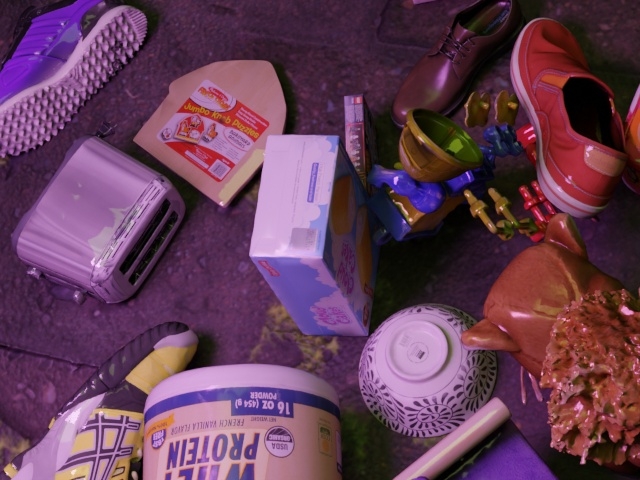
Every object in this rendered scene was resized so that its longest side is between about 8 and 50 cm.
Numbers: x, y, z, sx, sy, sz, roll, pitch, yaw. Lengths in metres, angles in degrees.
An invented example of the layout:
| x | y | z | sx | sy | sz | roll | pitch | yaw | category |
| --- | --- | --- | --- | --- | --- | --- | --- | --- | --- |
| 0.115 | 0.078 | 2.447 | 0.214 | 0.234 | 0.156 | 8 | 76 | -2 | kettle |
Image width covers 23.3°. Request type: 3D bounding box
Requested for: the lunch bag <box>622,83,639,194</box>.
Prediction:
| x | y | z | sx | sy | sz | roll | pitch | yaw | category |
| --- | --- | --- | --- | --- | --- | --- | --- | --- | --- |
| 0.514 | -0.163 | 1.859 | 0.258 | 0.120 | 0.293 | 19 | 76 | 17 | lunch bag |

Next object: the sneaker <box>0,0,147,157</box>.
| x | y | z | sx | sy | sz | roll | pitch | yaw | category |
| --- | --- | --- | --- | --- | --- | --- | --- | --- | --- |
| -0.385 | -0.242 | 2.128 | 0.293 | 0.102 | 0.146 | -42 | 60 | -11 | sneaker |

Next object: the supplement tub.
| x | y | z | sx | sy | sz | roll | pitch | yaw | category |
| --- | --- | --- | --- | --- | --- | --- | --- | --- | --- |
| -0.086 | 0.317 | 1.738 | 0.228 | 0.228 | 0.316 | -7 | 66 | 11 | supplement tub |

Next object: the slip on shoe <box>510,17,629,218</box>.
| x | y | z | sx | sy | sz | roll | pitch | yaw | category |
| --- | --- | --- | --- | --- | --- | --- | --- | --- | --- |
| 0.306 | -0.167 | 1.865 | 0.123 | 0.101 | 0.331 | 20 | 38 | -18 | slip on shoe |

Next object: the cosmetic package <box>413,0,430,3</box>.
| x | y | z | sx | sy | sz | roll | pitch | yaw | category |
| --- | --- | --- | --- | --- | --- | --- | --- | --- | --- |
| 0.253 | -0.415 | 2.003 | 0.309 | 0.160 | 0.113 | -8 | 65 | 10 | cosmetic package |

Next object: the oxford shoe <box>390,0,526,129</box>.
| x | y | z | sx | sy | sz | roll | pitch | yaw | category |
| --- | --- | --- | --- | --- | --- | --- | --- | --- | --- |
| 0.166 | -0.237 | 1.984 | 0.083 | 0.096 | 0.227 | 38 | 82 | 23 | oxford shoe |

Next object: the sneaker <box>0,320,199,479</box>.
| x | y | z | sx | sy | sz | roll | pitch | yaw | category |
| --- | --- | --- | --- | --- | --- | --- | --- | --- | --- |
| -0.265 | 0.261 | 1.861 | 0.147 | 0.145 | 0.385 | 40 | 69 | 2 | sneaker |

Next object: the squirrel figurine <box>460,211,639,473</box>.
| x | y | z | sx | sy | sz | roll | pitch | yaw | category |
| --- | --- | --- | --- | --- | --- | --- | --- | --- | --- |
| 0.338 | 0.130 | 1.617 | 0.370 | 0.397 | 0.281 | 41 | 88 | 13 | squirrel figurine |

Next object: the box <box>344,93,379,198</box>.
| x | y | z | sx | sy | sz | roll | pitch | yaw | category |
| --- | --- | --- | --- | --- | --- | --- | --- | --- | --- |
| 0.053 | -0.102 | 1.955 | 0.027 | 0.094 | 0.137 | -6 | 66 | 11 | box |

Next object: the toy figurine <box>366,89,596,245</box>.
| x | y | z | sx | sy | sz | roll | pitch | yaw | category |
| --- | --- | --- | --- | --- | --- | --- | --- | --- | --- |
| 0.143 | -0.036 | 1.822 | 0.217 | 0.362 | 0.191 | -35 | 80 | 26 | toy figurine |

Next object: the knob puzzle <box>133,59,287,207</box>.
| x | y | z | sx | sy | sz | roll | pitch | yaw | category |
| --- | --- | --- | --- | --- | --- | --- | --- | --- | --- |
| -0.125 | -0.157 | 2.058 | 0.213 | 0.030 | 0.213 | -5 | 66 | 13 | knob puzzle |

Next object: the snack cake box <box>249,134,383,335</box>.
| x | y | z | sx | sy | sz | roll | pitch | yaw | category |
| --- | --- | --- | --- | --- | --- | --- | --- | --- | --- |
| 0.000 | 0.000 | 1.830 | 0.089 | 0.264 | 0.152 | 1 | 68 | 14 | snack cake box |

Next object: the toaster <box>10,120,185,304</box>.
| x | y | z | sx | sy | sz | roll | pitch | yaw | category |
| --- | --- | --- | --- | --- | --- | --- | --- | --- | --- |
| -0.275 | -0.029 | 1.990 | 0.146 | 0.129 | 0.227 | 27 | 74 | 19 | toaster |

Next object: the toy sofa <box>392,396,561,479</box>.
| x | y | z | sx | sy | sz | roll | pitch | yaw | category |
| --- | --- | --- | --- | --- | --- | --- | --- | --- | --- |
| 0.239 | 0.350 | 1.616 | 0.150 | 0.177 | 0.362 | -38 | 83 | -5 | toy sofa |

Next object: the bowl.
| x | y | z | sx | sy | sz | roll | pitch | yaw | category |
| --- | --- | --- | --- | --- | --- | --- | --- | --- | --- |
| 0.121 | 0.141 | 1.844 | 0.170 | 0.080 | 0.170 | -5 | 66 | 11 | bowl |
